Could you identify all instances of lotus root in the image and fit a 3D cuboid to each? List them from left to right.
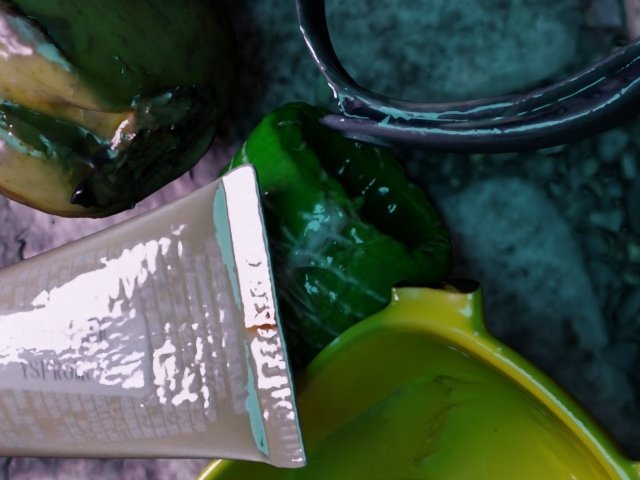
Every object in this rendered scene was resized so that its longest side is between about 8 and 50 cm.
[{"bbox_3d":[-0.164,-0.128,1.000,0.275,0.160,0.152,49,135,20],"label":"lotus root"}]

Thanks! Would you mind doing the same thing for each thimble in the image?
[{"bbox_3d":[0.000,0.000,0.931,0.118,0.130,0.090,39,108,-7],"label":"thimble"}]

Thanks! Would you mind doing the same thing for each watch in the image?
[{"bbox_3d":[0.092,-0.131,0.900,0.206,0.068,0.193,10,87,17],"label":"watch"}]

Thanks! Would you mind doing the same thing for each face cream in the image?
[{"bbox_3d":[-0.135,0.058,0.967,0.341,0.084,0.137,-13,85,45],"label":"face cream"}]

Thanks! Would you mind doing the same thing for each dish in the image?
[{"bbox_3d":[0.058,0.152,0.907,0.221,0.108,0.262,41,111,18],"label":"dish"}]
